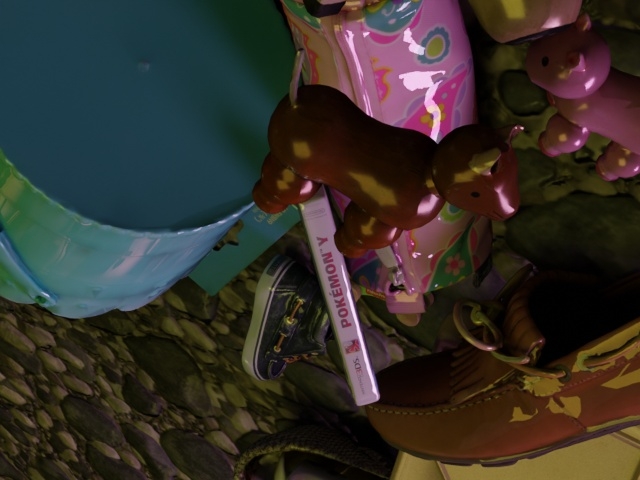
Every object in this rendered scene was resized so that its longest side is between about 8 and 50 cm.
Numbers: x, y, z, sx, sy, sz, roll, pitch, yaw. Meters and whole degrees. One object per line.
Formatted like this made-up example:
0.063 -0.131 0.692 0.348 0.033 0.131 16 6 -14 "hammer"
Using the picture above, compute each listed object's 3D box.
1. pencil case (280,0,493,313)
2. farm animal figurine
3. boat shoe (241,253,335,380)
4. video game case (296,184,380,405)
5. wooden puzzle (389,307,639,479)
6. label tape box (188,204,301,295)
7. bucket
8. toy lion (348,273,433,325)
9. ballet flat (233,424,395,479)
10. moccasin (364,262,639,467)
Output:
0.052 -0.082 0.837 0.124 0.124 0.284 15 138 30 "pencil case"
0.082 -0.166 0.571 0.327 0.330 0.172 53 152 2 "farm animal figurine"
-0.025 0.096 1.159 0.083 0.065 0.183 30 144 15 "boat shoe"
0.000 0.000 0.924 0.023 0.201 0.183 -16 120 -1 "video game case"
0.180 0.203 1.042 0.221 0.044 0.239 25 114 19 "wooden puzzle"
-0.210 -0.062 1.114 0.333 0.106 0.240 43 146 -5 "label tape box"
-0.158 -0.095 0.867 0.281 0.281 0.183 44 150 -8 "bucket"
0.061 0.022 1.032 0.100 0.034 0.096 19 134 27 "toy lion"
0.111 0.324 1.181 0.482 0.164 0.182 22 -176 26 "ballet flat"
0.180 0.077 0.876 0.380 0.139 0.147 -19 108 45 "moccasin"
